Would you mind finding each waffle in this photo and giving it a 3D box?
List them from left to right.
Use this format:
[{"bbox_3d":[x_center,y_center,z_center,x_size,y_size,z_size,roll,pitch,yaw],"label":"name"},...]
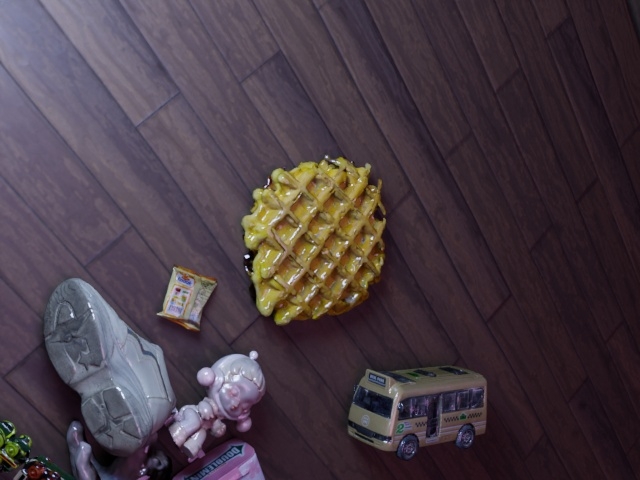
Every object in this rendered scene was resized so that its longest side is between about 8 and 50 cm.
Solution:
[{"bbox_3d":[0.000,0.000,1.669,0.382,0.095,0.379,-13,105,-35],"label":"waffle"}]

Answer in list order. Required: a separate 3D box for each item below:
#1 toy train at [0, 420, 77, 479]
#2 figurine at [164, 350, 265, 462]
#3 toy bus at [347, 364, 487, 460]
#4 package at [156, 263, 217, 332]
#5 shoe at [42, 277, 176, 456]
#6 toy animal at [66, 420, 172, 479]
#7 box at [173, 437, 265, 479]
[{"bbox_3d":[-0.531,0.390,1.304,0.250,0.053,0.085,39,105,5],"label":"toy train"},{"bbox_3d":[-0.211,0.342,1.568,0.257,0.144,0.182,-37,98,-21],"label":"figurine"},{"bbox_3d":[0.250,0.422,1.876,0.365,0.177,0.201,2,95,-38],"label":"toy bus"},{"bbox_3d":[-0.276,0.120,1.532,0.108,0.031,0.120,25,80,-36],"label":"package"},{"bbox_3d":[-0.389,0.227,1.417,0.342,0.132,0.210,63,17,5],"label":"shoe"},{"bbox_3d":[-0.379,0.536,1.453,0.303,0.194,0.344,18,91,-30],"label":"toy animal"},{"bbox_3d":[-0.187,0.647,1.657,0.190,0.112,0.369,-27,115,-28],"label":"box"}]
